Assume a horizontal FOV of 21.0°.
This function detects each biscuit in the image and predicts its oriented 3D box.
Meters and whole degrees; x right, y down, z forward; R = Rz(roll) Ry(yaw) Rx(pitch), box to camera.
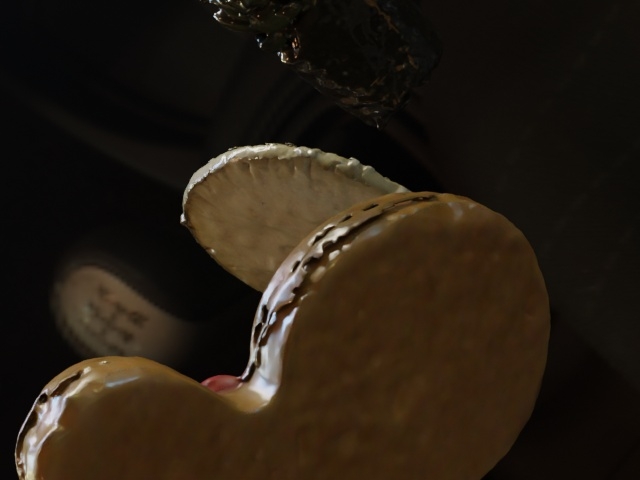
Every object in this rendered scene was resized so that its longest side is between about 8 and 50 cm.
[{"bbox_3d":[-0.036,0.126,0.644,0.339,0.216,0.047,-57,33,-2],"label":"biscuit"},{"bbox_3d":[0.000,0.000,0.881,0.152,0.152,0.020,-4,51,36],"label":"biscuit"}]

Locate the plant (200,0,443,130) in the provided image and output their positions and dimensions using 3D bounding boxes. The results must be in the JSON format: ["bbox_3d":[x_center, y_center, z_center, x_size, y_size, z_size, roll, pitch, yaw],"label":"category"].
[{"bbox_3d":[0.001,-0.132,0.978,0.143,0.094,0.092,40,109,-13],"label":"plant"}]
